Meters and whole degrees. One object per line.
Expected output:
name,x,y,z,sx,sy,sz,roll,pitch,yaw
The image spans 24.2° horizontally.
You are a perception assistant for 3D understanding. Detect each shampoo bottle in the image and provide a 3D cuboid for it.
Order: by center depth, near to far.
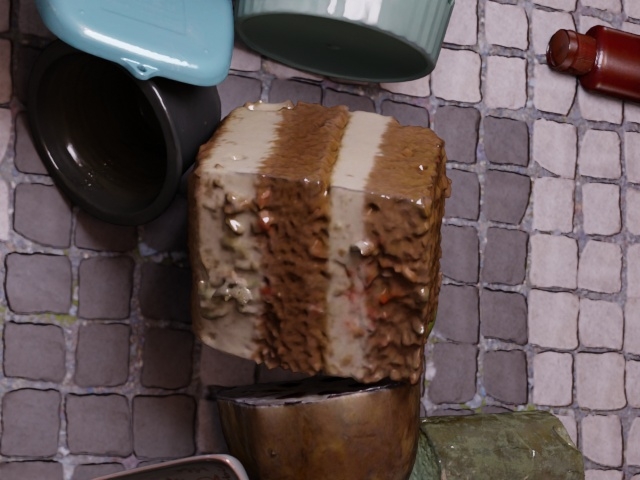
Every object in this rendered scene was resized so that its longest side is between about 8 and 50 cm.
shampoo bottle,0.454,-0.255,2.189,0.260,0.064,0.102,10,83,-25

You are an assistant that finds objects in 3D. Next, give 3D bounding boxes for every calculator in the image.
calculator,-0.219,-0.311,1.731,0.256,0.054,0.386,15,41,-25

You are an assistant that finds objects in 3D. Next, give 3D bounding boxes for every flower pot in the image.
flower pot,-0.216,-0.150,1.765,0.148,0.235,0.235,-35,101,-47

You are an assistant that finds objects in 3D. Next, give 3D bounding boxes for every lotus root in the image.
lotus root,0.005,0.248,1.788,0.272,0.272,0.192,-4,96,-28

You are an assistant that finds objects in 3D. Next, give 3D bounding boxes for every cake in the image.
cake,0.000,0.000,1.725,0.290,0.282,0.255,4,114,6

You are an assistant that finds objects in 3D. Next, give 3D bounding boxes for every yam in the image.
yam,0.215,0.303,1.945,0.268,0.161,0.161,0,83,-25

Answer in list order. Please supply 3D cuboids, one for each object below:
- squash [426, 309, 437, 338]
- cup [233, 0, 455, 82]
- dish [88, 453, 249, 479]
squash,0.095,0.056,1.932,0.123,0.123,0.186,-17,91,-28
cup,0.020,-0.435,1.850,0.401,0.310,0.392,18,78,-32
dish,-0.161,0.324,1.740,0.077,0.212,0.151,-35,109,-67
